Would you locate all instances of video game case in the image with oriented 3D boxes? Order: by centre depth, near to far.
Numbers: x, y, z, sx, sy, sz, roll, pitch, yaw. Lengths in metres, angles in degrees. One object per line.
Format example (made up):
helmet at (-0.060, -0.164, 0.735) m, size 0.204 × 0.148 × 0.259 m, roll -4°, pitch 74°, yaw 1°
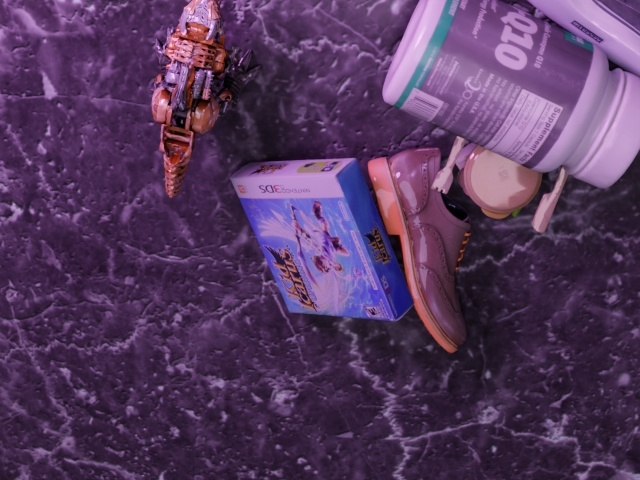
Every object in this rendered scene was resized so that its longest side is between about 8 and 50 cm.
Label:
video game case at (0.000, 0.000, 1.862) m, size 0.244 × 0.061 × 0.269 m, roll 2°, pitch 123°, yaw 46°

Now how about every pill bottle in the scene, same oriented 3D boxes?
pill bottle at (0.290, -0.225, 1.702) m, size 0.361 × 0.204 × 0.204 m, roll 24°, pitch 117°, yaw -5°

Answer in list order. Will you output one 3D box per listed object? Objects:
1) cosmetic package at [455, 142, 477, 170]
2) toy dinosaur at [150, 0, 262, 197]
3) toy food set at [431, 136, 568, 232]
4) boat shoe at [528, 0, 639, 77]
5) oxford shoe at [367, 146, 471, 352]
cosmetic package at (0.267, -0.102, 1.856) m, size 0.060 × 0.041 × 0.115 m, roll -31°, pitch 109°, yaw 19°
toy dinosaur at (-0.205, -0.225, 1.756) m, size 0.164 × 0.218 × 0.322 m, roll 33°, pitch 116°, yaw -10°
toy food set at (0.282, -0.101, 1.816) m, size 0.192 × 0.038 × 0.132 m, roll 22°, pitch 101°, yaw -5°
boat shoe at (0.392, -0.362, 1.681) m, size 0.301 × 0.108 × 0.102 m, roll 35°, pitch 83°, yaw -6°
oxford shoe at (0.192, 0.020, 1.883) m, size 0.132 × 0.130 × 0.364 m, roll -19°, pitch 115°, yaw 6°
